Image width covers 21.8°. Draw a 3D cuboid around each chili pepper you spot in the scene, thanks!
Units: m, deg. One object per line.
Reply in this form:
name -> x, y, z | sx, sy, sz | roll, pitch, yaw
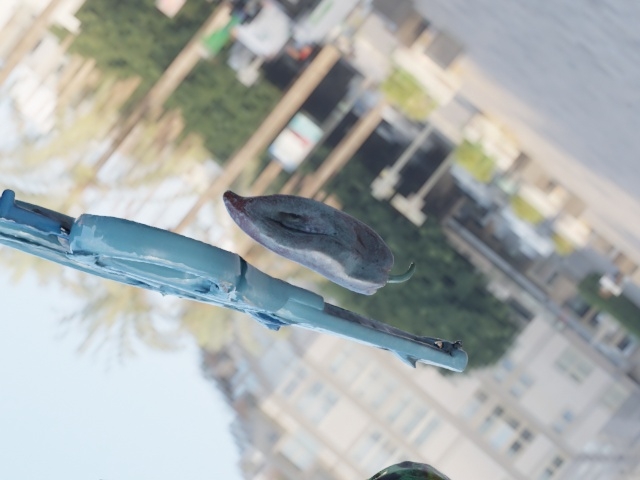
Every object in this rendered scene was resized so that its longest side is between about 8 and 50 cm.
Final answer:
chili pepper -> 0.001, -0.001, 1.202 | 0.153, 0.041, 0.050 | 28, -143, -16

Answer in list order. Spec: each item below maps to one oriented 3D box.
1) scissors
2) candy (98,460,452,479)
scissors -> -0.043, 0.036, 1.047 | 0.393, 0.032, 0.180 | 20, 172, -43
candy -> -0.032, 0.217, 1.340 | 0.306, 0.091, 0.083 | 3, 141, 5
